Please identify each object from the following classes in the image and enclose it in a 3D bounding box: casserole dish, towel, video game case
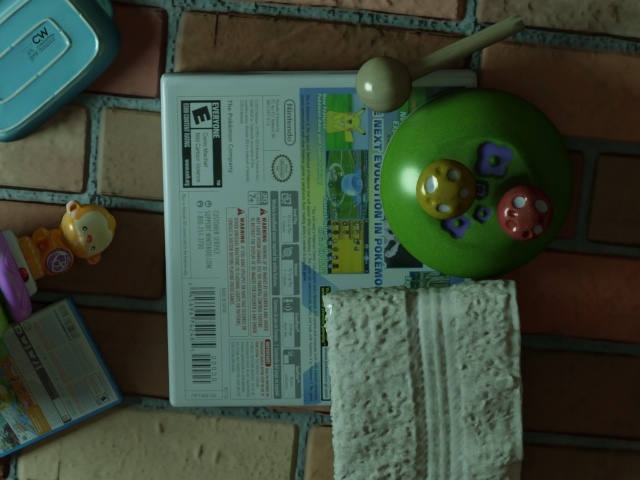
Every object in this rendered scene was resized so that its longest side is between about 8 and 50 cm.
[{"bbox_3d":[-0.276,-0.171,1.788,0.188,0.037,0.114,-39,101,8],"label":"casserole dish"},{"bbox_3d":[0.100,0.165,1.826,0.187,0.049,0.282,-4,120,1],"label":"towel"},{"bbox_3d":[0.000,0.000,1.830,0.300,0.036,0.329,-1,103,0],"label":"video game case"},{"bbox_3d":[-0.295,0.141,1.874,0.166,0.015,0.119,-25,103,6],"label":"video game case"}]

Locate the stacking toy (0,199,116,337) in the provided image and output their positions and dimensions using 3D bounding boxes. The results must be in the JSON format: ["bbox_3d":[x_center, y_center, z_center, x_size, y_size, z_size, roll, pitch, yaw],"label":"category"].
[{"bbox_3d":[-0.332,0.042,1.799,0.301,0.166,0.175,-23,112,-10],"label":"stacking toy"}]

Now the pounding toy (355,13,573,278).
[{"bbox_3d":[0.140,-0.068,1.740,0.183,0.110,0.237,-17,103,2],"label":"pounding toy"}]
